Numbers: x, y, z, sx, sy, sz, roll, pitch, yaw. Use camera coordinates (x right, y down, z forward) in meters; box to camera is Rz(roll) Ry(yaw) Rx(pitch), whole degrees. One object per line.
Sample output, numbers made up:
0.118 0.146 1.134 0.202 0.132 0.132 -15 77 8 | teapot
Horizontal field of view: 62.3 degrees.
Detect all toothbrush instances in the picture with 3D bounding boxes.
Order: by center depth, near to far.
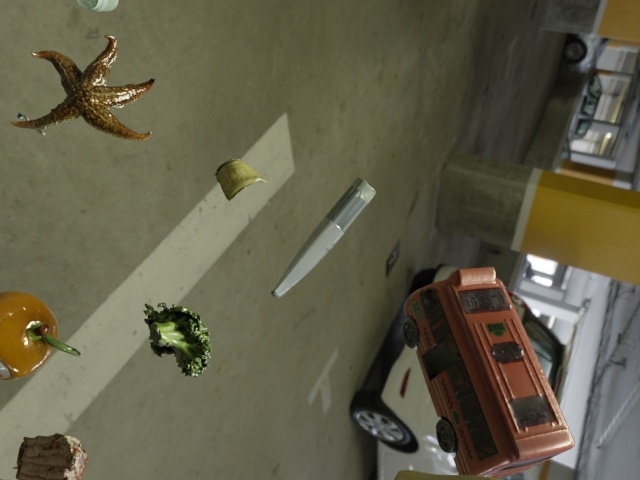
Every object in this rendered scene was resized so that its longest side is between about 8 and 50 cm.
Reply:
-0.596 -0.240 1.089 0.013 0.131 0.011 -58 145 -2 | toothbrush

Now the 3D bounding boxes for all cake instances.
-0.482 0.420 0.989 0.135 0.287 0.098 33 59 -26 | cake

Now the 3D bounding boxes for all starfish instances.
-0.390 -0.237 0.882 0.238 0.213 0.057 -35 -179 -19 | starfish

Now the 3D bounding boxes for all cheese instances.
-0.135 -0.112 0.921 0.083 0.060 0.041 -19 153 -24 | cheese

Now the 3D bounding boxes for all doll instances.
-0.715 0.221 1.266 0.213 0.235 0.214 -10 90 -67 | doll

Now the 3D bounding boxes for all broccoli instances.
-0.184 0.126 0.675 0.092 0.095 0.097 12 72 -61 | broccoli

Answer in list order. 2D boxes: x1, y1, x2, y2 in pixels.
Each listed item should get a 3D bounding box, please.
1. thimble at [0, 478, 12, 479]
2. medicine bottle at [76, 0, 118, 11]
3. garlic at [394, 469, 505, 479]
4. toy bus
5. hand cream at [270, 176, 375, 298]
-0.554 0.518 0.738 0.350 0.230 0.351 -4 90 -78 | thimble
-0.385 -0.420 0.912 0.083 0.047 0.047 -88 -175 -67 | medicine bottle
0.077 0.152 0.287 0.041 0.083 0.053 -37 111 -45 | garlic
0.346 0.277 1.152 0.233 0.202 0.427 118 -36 -52 | toy bus
0.000 0.000 0.925 0.255 0.048 0.079 -49 171 -5 | hand cream
